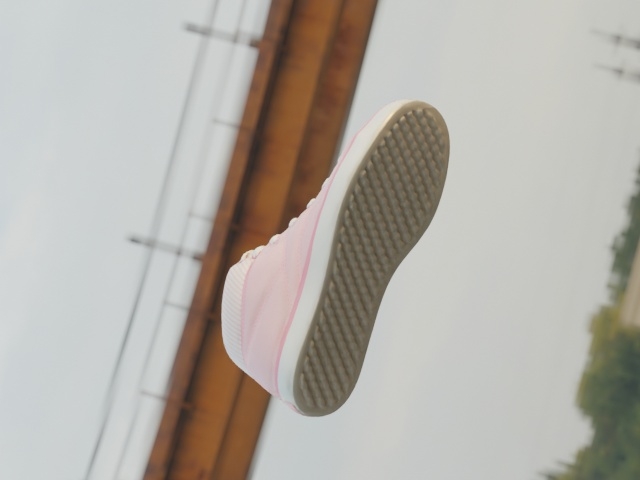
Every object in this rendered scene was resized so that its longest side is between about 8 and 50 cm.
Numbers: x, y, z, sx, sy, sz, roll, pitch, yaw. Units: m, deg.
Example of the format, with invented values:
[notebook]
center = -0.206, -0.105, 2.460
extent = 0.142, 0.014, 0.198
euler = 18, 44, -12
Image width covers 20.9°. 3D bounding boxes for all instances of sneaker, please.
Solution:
[sneaker]
center = 0.000, 0.000, 0.710
extent = 0.051, 0.070, 0.134
euler = 23, -91, -39
